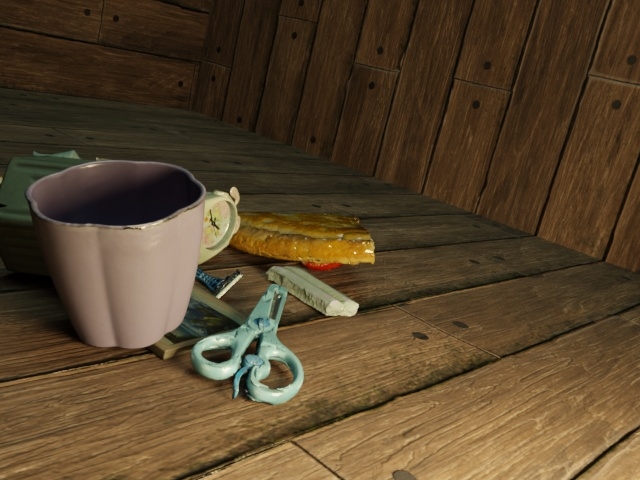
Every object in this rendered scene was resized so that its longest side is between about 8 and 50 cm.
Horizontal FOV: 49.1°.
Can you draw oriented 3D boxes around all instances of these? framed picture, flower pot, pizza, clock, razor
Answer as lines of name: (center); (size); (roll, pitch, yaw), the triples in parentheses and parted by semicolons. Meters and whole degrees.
framed picture: (-0.287, 0.119, 1.269); (0.315, 0.024, 0.232); (23, 19, 35)
flower pot: (-0.311, 0.028, 1.099); (0.265, 0.243, 0.265); (3, 24, -1)
pizza: (0.000, 0.000, 1.770); (0.440, 0.130, 0.406); (10, 11, 29)
clock: (-0.250, -0.042, 1.580); (0.062, 0.151, 0.191); (20, 33, 28)
razor: (-0.268, 0.062, 1.470); (0.253, 0.042, 0.082); (23, 59, 37)
flower pot: (-0.463, -0.045, 1.300); (0.189, 0.239, 0.209); (5, -22, 9)

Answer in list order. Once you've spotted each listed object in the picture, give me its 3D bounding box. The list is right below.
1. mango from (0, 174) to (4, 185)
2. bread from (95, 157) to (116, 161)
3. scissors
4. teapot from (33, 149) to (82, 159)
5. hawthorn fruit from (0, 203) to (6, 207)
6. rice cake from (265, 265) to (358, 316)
mango: (-0.745, -0.067, 1.346); (0.257, 0.138, 0.187); (8, 34, -7)
bread: (-0.578, -0.188, 2.040); (0.152, 0.077, 0.105); (3, 17, -30)
scissors: (-0.099, 0.157, 1.202); (0.180, 0.032, 0.393); (19, 20, 1)
teapot: (-0.641, -0.133, 1.672); (0.159, 0.159, 0.232); (7, 45, -24)
hawthorn fruit: (-0.665, -0.066, 1.113); (0.301, 0.268, 0.268); (-7, 22, -24)
rice cake: (-0.021, 0.107, 1.516); (0.085, 0.040, 0.226); (0, 20, -43)
